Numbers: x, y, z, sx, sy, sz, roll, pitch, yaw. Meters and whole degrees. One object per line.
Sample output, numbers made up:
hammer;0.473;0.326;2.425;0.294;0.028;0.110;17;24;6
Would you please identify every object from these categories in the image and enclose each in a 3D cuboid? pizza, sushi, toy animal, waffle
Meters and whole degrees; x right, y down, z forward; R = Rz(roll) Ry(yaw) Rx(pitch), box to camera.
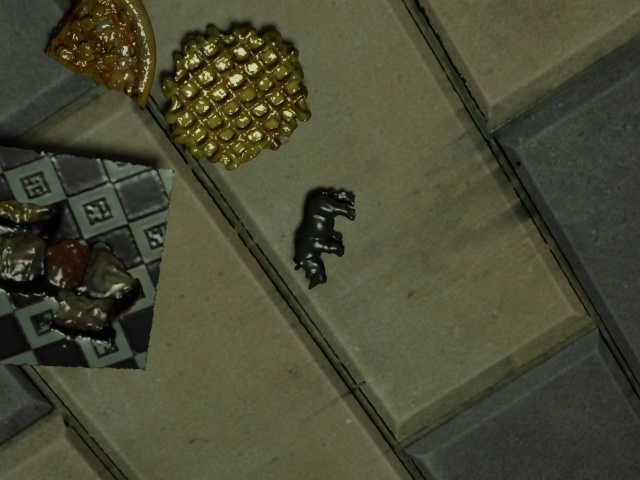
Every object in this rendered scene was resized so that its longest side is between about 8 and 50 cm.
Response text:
pizza;-0.260;-0.236;1.630;0.130;0.041;0.178;-3;113;-8
sushi;-0.344;0.017;1.712;0.292;0.059;0.294;5;112;-14
toy animal;0.000;0.000;1.780;0.065;0.047;0.136;11;112;-10
waffle;-0.105;-0.177;1.686;0.191;0.038;0.191;-4;114;-10
